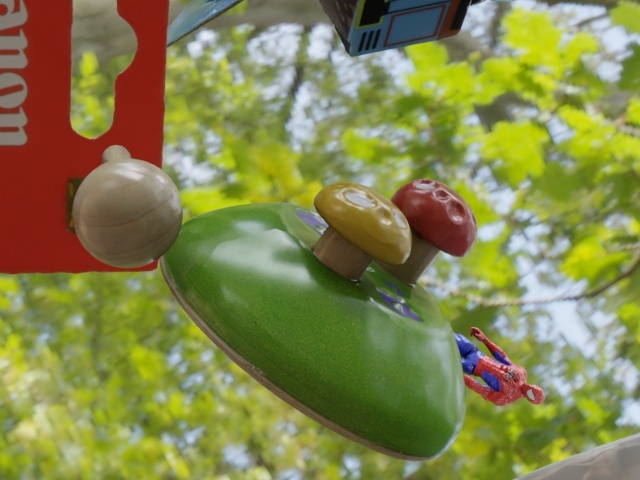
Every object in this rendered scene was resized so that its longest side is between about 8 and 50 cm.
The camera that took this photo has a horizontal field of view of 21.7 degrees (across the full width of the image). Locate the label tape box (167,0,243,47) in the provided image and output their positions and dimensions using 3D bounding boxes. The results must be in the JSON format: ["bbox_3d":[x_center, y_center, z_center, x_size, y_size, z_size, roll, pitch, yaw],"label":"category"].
[{"bbox_3d":[-0.009,-0.288,1.091,0.106,0.333,0.240,45,-24,-14],"label":"label tape box"}]

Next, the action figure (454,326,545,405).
[{"bbox_3d":[0.096,0.077,1.090,0.115,0.038,0.030,29,-36,19],"label":"action figure"}]

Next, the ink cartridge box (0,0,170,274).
[{"bbox_3d":[-0.271,-0.102,0.952,0.091,0.385,0.308,-127,-142,-65],"label":"ink cartridge box"}]

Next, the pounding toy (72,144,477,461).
[{"bbox_3d":[0.000,0.000,0.860,0.237,0.183,0.110,34,-77,-9],"label":"pounding toy"}]

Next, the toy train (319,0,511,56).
[{"bbox_3d":[0.055,-0.150,0.653,0.184,0.105,0.080,108,-38,-60],"label":"toy train"}]

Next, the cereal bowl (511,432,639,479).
[{"bbox_3d":[0.215,0.196,0.911,0.339,0.339,0.141,-33,-118,41],"label":"cereal bowl"}]
